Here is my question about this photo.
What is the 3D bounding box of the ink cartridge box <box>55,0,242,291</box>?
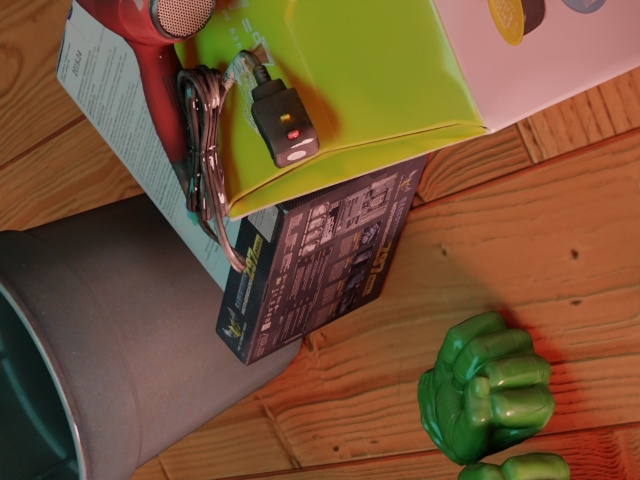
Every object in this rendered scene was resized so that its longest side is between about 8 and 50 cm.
[{"bbox_3d":[-0.125,-0.186,1.699,0.395,0.151,0.270,49,143,20],"label":"ink cartridge box"}]

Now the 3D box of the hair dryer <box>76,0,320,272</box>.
[{"bbox_3d":[-0.124,-0.124,1.193,0.293,0.080,0.223,59,149,13],"label":"hair dryer"}]

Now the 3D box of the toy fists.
[{"bbox_3d":[0.164,0.202,1.541,0.142,0.096,0.279,-45,45,48],"label":"toy fists"}]

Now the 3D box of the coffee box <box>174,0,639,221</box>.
[{"bbox_3d":[0.072,-0.247,1.215,0.338,0.334,0.338,-16,98,57],"label":"coffee box"}]

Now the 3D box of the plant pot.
[{"bbox_3d":[-0.223,0.099,1.857,0.341,0.334,0.341,32,136,38],"label":"plant pot"}]

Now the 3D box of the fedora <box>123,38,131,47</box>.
[{"bbox_3d":[-0.103,-0.306,1.459,0.334,0.152,0.334,-2,87,29],"label":"fedora"}]

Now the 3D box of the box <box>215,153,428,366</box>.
[{"bbox_3d":[0.000,0.000,1.618,0.059,0.183,0.233,47,144,25],"label":"box"}]
